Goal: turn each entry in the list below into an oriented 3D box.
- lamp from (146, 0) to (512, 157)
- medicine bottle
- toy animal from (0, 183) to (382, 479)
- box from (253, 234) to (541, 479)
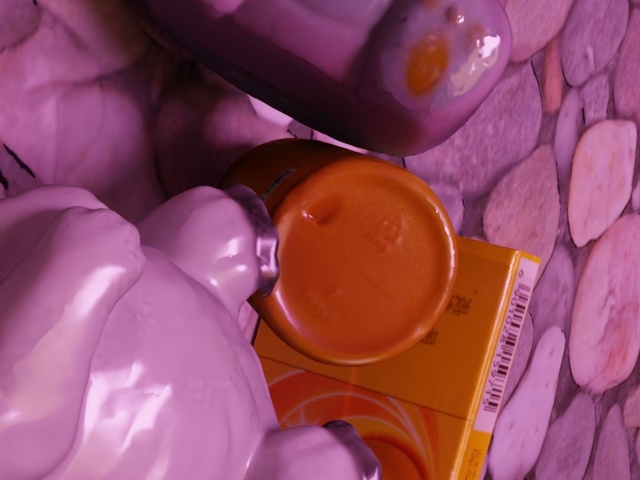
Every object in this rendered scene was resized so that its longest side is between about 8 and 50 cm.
[{"bbox_3d":[0.053,-0.197,0.846,0.301,0.247,0.247,-62,178,-10],"label":"lamp"},{"bbox_3d":[0.000,0.000,0.826,0.192,0.096,0.096,-150,-107,-78],"label":"medicine bottle"},{"bbox_3d":[-0.164,0.080,0.619,0.357,0.194,0.258,-3,141,-44],"label":"toy animal"},{"bbox_3d":[0.017,0.120,0.949,0.043,0.152,0.269,21,84,-57],"label":"box"}]
